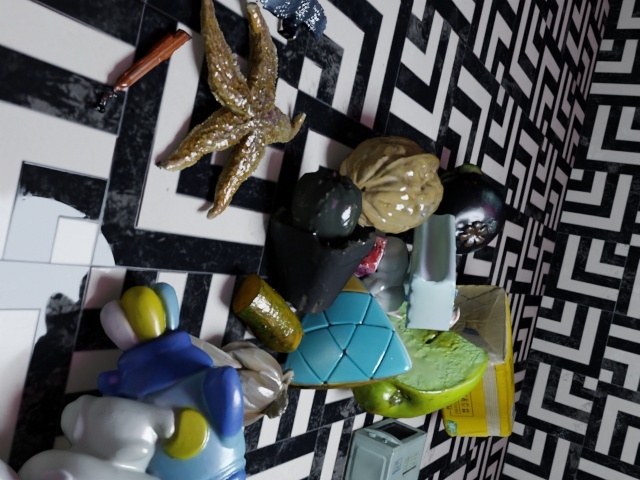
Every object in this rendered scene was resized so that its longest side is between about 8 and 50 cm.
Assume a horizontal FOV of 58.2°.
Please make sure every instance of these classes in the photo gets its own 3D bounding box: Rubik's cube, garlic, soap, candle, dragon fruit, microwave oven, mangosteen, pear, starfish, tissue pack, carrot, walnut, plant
[{"bbox_3d":[0.074,0.176,1.120,0.254,0.254,0.255,-25,122,-50],"label":"Rubik's cube"},{"bbox_3d":[-0.148,0.218,0.916,0.194,0.127,0.131,33,52,-29],"label":"garlic"},{"bbox_3d":[0.248,0.053,1.279,0.289,0.095,0.173,-74,166,-51],"label":"soap"},{"bbox_3d":[-0.224,-0.215,0.715,0.026,0.021,0.167,49,59,-21],"label":"candle"},{"bbox_3d":[0.068,0.019,1.179,0.147,0.096,0.102,148,-42,-78],"label":"dragon fruit"},{"bbox_3d":[0.168,0.560,1.483,0.208,0.122,0.162,9,94,-56],"label":"microwave oven"},{"bbox_3d":[0.367,-0.081,1.492,0.243,0.243,0.243,-25,122,-50],"label":"mangosteen"},{"bbox_3d":[0.198,0.309,1.327,0.282,0.286,0.176,-35,148,-46],"label":"pear"},{"bbox_3d":[-0.120,-0.184,0.847,0.302,0.060,0.299,-65,148,-16],"label":"starfish"},{"bbox_3d":[0.456,0.362,1.711,0.293,0.228,0.382,-71,153,-44],"label":"tissue pack"},{"bbox_3d":[-0.090,0.130,0.987,0.082,0.082,0.173,-59,136,-24],"label":"carrot"},{"bbox_3d":[0.142,-0.111,1.147,0.245,0.198,0.198,-12,111,-54],"label":"walnut"},{"bbox_3d":[0.000,0.000,1.006,0.142,0.164,0.256,-22,134,-47],"label":"plant"}]

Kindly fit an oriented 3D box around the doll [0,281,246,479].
[{"bbox_3d":[-0.212,0.253,0.701,0.376,0.187,0.366,57,50,-32],"label":"doll"}]

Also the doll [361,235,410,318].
[{"bbox_3d":[0.143,0.080,1.288,0.106,0.110,0.181,-3,112,-26],"label":"doll"}]

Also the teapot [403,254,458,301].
[{"bbox_3d":[0.278,0.122,1.472,0.232,0.159,0.159,14,89,-57],"label":"teapot"}]

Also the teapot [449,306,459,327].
[{"bbox_3d":[0.271,0.262,1.537,0.159,0.116,0.246,-84,-164,-62],"label":"teapot"}]

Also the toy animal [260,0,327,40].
[{"bbox_3d":[-0.033,-0.370,0.906,0.220,0.062,0.108,-5,106,-67],"label":"toy animal"}]
